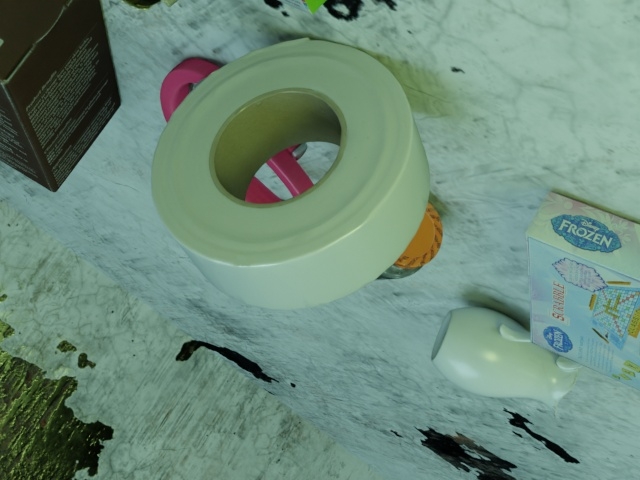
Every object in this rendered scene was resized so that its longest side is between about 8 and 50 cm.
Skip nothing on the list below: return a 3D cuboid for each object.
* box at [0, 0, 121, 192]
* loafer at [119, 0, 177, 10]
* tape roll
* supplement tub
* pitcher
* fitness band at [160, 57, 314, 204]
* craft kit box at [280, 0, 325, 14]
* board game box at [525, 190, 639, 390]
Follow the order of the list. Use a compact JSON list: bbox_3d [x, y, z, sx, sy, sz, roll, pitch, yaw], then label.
[{"bbox_3d":[-0.400,-0.233,1.350,0.143,0.191,0.381,31,161,2],"label":"box"},{"bbox_3d":[-0.168,-0.259,0.856,0.102,0.092,0.268,49,167,-29],"label":"loafer"},{"bbox_3d":[-0.031,-0.074,1.025,0.286,0.286,0.100,21,159,29],"label":"tape roll"},{"bbox_3d":[0.074,-0.005,1.290,0.117,0.117,0.190,38,160,-18],"label":"supplement tub"},{"bbox_3d":[0.280,0.162,1.411,0.207,0.126,0.178,21,140,1],"label":"pitcher"},{"bbox_3d":[-0.102,-0.119,1.292,0.291,0.054,0.209,44,159,8],"label":"fitness band"},{"bbox_3d":[-0.114,-0.325,0.806,0.249,0.061,0.247,33,163,38],"label":"craft kit box"},{"bbox_3d":[0.396,0.099,1.115,0.317,0.066,0.319,24,160,23],"label":"board game box"}]
